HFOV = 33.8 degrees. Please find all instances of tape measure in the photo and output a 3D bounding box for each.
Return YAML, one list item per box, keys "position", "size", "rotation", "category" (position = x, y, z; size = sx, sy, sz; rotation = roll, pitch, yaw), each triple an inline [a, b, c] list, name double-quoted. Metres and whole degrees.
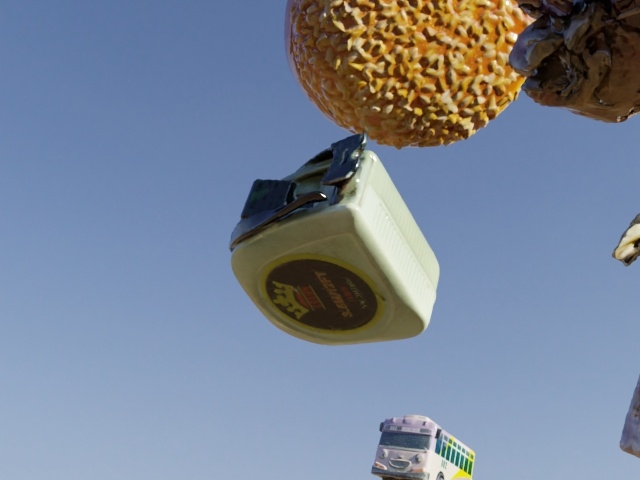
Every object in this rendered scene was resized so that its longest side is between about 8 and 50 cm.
- position: [0.000, 0.000, 1.089]
  size: [0.207, 0.115, 0.235]
  rotation: [-6, -44, 30]
  category: "tape measure"

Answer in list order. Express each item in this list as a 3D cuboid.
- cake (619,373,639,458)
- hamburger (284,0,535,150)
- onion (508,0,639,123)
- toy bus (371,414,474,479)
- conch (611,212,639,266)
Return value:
- position: [0.558, 0.222, 1.297]
  size: [0.309, 0.230, 0.237]
  rotation: [20, -5, -8]
  category: "cake"
- position: [0.116, -0.279, 1.371]
  size: [0.330, 0.329, 0.250]
  rotation: [13, 4, -14]
  category: "hamburger"
- position: [0.160, -0.215, 0.478]
  size: [0.281, 0.280, 0.221]
  rotation: [-6, 6, 24]
  category: "onion"
- position: [0.083, 0.174, 0.828]
  size: [0.052, 0.058, 0.102]
  rotation: [0, -24, 28]
  category: "toy bus"
- position: [0.475, -0.012, 1.298]
  size: [0.245, 0.162, 0.178]
  rotation: [-12, -20, -16]
  category: "conch"
